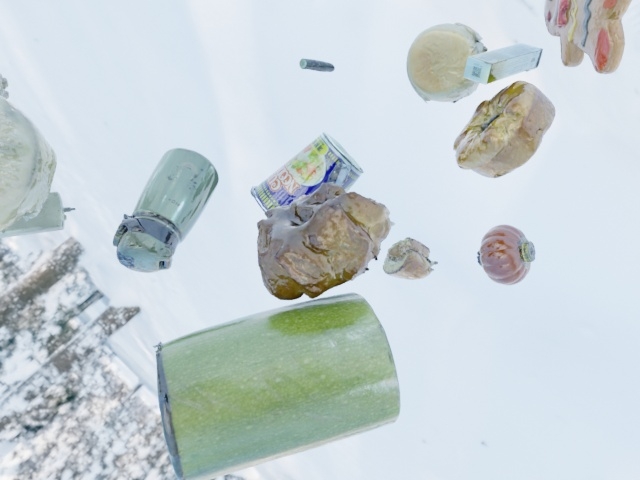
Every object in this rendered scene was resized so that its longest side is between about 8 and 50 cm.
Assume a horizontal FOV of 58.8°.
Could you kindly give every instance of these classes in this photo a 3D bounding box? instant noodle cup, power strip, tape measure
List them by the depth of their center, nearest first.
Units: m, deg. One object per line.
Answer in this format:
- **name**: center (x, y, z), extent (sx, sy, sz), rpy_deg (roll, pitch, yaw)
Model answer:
- **power strip**: center (-0.612, -0.048, 1.143), extent (0.029, 0.227, 0.079), rpy_deg (128, 133, -72)
- **tape measure**: center (0.052, -0.188, 1.678), extent (0.054, 0.091, 0.094), rpy_deg (29, -175, 1)
- **instant noodle cup**: center (-0.028, -0.188, 1.908), extent (0.284, 0.312, 0.284), rpy_deg (43, -167, -12)

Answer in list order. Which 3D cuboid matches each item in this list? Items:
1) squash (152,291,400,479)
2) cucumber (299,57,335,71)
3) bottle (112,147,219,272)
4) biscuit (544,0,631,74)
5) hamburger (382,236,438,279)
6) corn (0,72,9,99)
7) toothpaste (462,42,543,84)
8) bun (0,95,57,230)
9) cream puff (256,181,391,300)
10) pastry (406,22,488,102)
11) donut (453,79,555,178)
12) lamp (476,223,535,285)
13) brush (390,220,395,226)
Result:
- **squash**: center (-0.084, 0.252, 1.008), extent (0.263, 0.385, 0.262), rpy_deg (168, 90, -74)
- **cucumber**: center (-0.004, -0.502, 1.633), extent (0.032, 0.133, 0.032), rpy_deg (9, 104, 42)
- **bottle**: center (-0.399, -0.072, 1.463), extent (0.169, 0.346, 0.168), rpy_deg (13, 145, 10)
- **biscuit**: center (0.385, -0.340, 0.852), extent (0.250, 0.036, 0.165), rpy_deg (-94, -1, -61)
- **hamburger**: center (0.212, 0.057, 1.322), extent (0.102, 0.087, 0.176), rpy_deg (29, 163, -6)
- **corn**: center (-0.565, -0.213, 0.908), extent (0.210, 0.087, 0.087), rpy_deg (-103, -12, -55)
- **toothpaste**: center (0.546, -0.529, 1.681), extent (0.089, 0.313, 0.071), rpy_deg (31, 132, 34)
- **bun**: center (-0.467, -0.090, 0.760), extent (0.210, 0.237, 0.116), rpy_deg (1, 159, -8)
- **cream puff**: center (0.000, 0.000, 1.023), extent (0.155, 0.269, 0.241), rpy_deg (52, -164, -30)
- **pastry**: center (0.404, -0.567, 1.825), extent (0.265, 0.133, 0.264), rpy_deg (7, 104, 29)
- **donut**: center (0.524, -0.316, 1.642), extent (0.150, 0.317, 0.299), rpy_deg (31, 113, -10)
- **lamp**: center (0.667, 0.052, 2.047), extent (0.197, 0.223, 0.223), rpy_deg (-12, 122, 40)
- **brush**: center (0.090, -0.045, 1.539), extent (0.042, 0.299, 0.039), rpy_deg (24, 112, 50)
